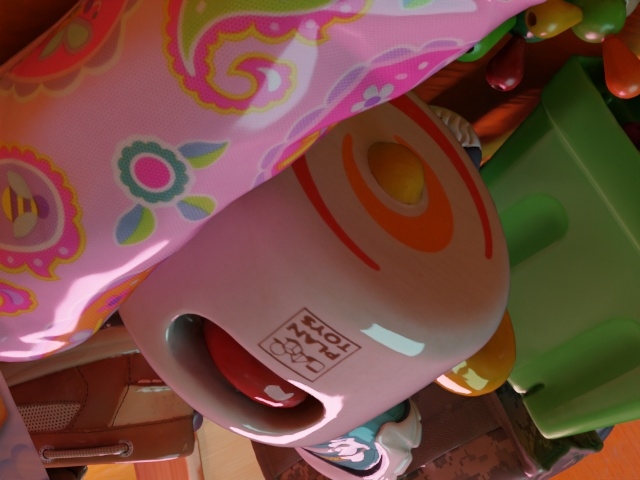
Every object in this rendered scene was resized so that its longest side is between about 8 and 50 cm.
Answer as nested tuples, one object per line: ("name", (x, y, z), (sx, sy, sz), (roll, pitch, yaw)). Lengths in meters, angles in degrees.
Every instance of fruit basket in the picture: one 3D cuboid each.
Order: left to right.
("fruit basket", (0.304, -0.031, 0.767), (0.392, 0.283, 0.392), (-33, 176, -3))

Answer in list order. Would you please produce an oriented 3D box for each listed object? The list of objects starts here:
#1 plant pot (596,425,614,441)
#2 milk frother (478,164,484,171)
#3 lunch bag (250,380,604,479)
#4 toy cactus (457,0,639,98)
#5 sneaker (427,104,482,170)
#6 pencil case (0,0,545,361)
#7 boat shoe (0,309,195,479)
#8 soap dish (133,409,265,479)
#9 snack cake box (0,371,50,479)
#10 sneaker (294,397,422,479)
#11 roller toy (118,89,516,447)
("plant pot", (0.345, 0.128, 1.544), (0.341, 0.341, 0.334), (-24, 159, -18))
("milk frother", (0.144, 0.007, 1.013), (0.143, 0.135, 0.129), (-20, -164, -22))
("lunch bag", (0.053, 0.102, 0.875), (0.235, 0.287, 0.169), (-36, 159, 27))
("toy cactus", (0.174, -0.149, 0.593), (0.219, 0.112, 0.180), (-38, 176, 5))
("sneaker", (0.015, -0.019, 0.747), (0.235, 0.094, 0.153), (-32, 168, 17))
("pencil case", (-0.049, -0.065, 0.397), (0.284, 0.124, 0.124), (-36, 165, 26))
("boat shoe", (-0.220, 0.140, 0.735), (0.324, 0.120, 0.122), (-21, 167, 30))
("soap dish", (-0.052, 0.174, 1.085), (0.290, 0.118, 0.229), (-20, 126, -25))
("snack cake box", (-0.296, 0.129, 0.546), (0.264, 0.152, 0.089), (-18, 163, -39))
("sneaker", (-0.048, 0.083, 0.767), (0.110, 0.275, 0.107), (41, 74, -51))
("roller toy", (0.000, 0.000, 0.552), (0.191, 0.209, 0.146), (-3, 152, -48))
